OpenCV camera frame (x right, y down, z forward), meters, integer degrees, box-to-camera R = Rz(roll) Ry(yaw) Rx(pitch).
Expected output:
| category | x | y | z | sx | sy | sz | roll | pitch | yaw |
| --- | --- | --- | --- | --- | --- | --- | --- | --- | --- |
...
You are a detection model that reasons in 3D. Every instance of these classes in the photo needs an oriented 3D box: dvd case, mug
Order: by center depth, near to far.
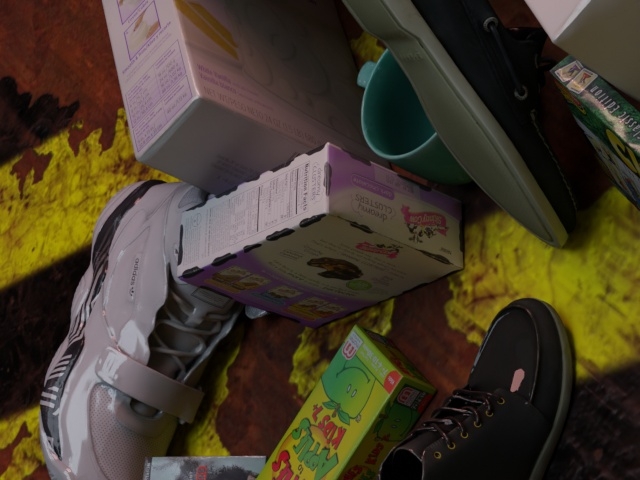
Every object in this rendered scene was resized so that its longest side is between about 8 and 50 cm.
| category | x | y | z | sx | sy | sz | roll | pitch | yaw |
| --- | --- | --- | --- | --- | --- | --- | --- | --- | --- |
| mug | 0.110 | -0.123 | 1.650 | 0.129 | 0.097 | 0.157 | -44 | 41 | 28 |
| dvd case | -0.108 | 0.240 | 1.739 | 0.119 | 0.013 | 0.087 | -2 | 65 | 16 |

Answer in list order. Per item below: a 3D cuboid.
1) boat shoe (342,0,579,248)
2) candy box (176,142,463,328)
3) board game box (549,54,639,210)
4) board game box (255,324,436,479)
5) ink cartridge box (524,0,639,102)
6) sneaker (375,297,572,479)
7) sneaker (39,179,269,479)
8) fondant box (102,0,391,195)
| category | x | y | z | sx | sy | sz | roll | pitch | yaw |
| --- | --- | --- | --- | --- | --- | --- | --- | --- | --- |
| boat shoe | 0.126 | -0.147 | 1.493 | 0.113 | 0.340 | 0.127 | -42 | 17 | -10 |
| candy box | 0.000 | 0.000 | 1.661 | 0.196 | 0.165 | 0.070 | -23 | 55 | 42 |
| board game box | 0.261 | -0.028 | 1.380 | 0.030 | 0.136 | 0.259 | -34 | 40 | -2 |
| board game box | 0.017 | 0.175 | 1.645 | 0.181 | 0.043 | 0.092 | -58 | 37 | 11 |
| ink cartridge box | 0.236 | -0.206 | 1.445 | 0.119 | 0.207 | 0.353 | -48 | 39 | 20 |
| sneaker | 0.120 | 0.139 | 1.473 | 0.083 | 0.118 | 0.222 | -3 | 69 | 51 |
| sneaker | -0.146 | 0.091 | 1.814 | 0.210 | 0.137 | 0.365 | -19 | 53 | 48 |
| fondant box | -0.078 | -0.173 | 1.793 | 0.096 | 0.238 | 0.330 | -45 | 41 | 27 |
